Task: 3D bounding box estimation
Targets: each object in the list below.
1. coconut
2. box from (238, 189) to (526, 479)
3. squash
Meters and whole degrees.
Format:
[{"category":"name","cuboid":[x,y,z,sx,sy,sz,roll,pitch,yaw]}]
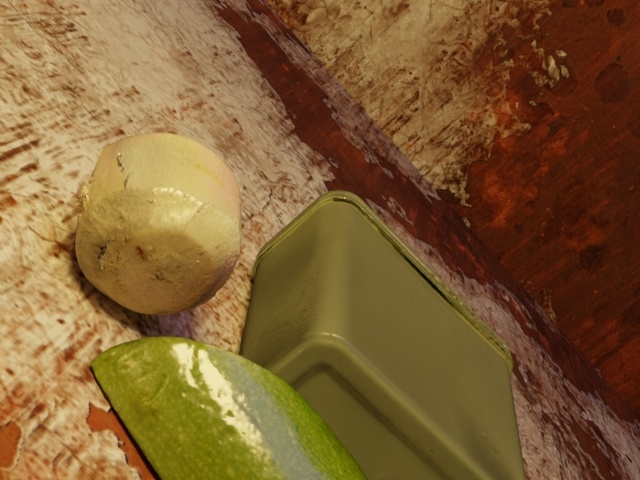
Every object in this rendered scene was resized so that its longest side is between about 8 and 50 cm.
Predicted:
[{"category":"coconut","cuboid":[-0.160,-0.025,0.936,0.171,0.171,0.183,37,23,-33]},{"category":"box","cuboid":[0.073,0.163,1.095,0.352,0.177,0.344,45,20,-15]},{"category":"squash","cuboid":[-0.044,0.189,0.852,0.289,0.111,0.203,53,16,17]}]
